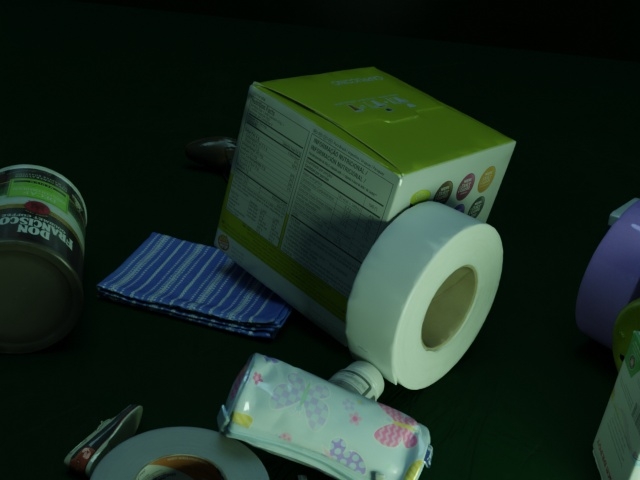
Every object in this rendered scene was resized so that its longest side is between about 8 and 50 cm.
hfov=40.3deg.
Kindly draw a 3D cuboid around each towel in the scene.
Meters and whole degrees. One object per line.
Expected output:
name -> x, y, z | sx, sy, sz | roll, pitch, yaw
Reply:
towel -> -0.199, 0.070, 1.566 | 0.336, 0.040, 0.243 | 13, 28, 11

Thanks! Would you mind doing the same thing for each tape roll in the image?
tape roll -> 0.556, 0.063, 1.494 | 0.274, 0.275, 0.090 | -18, 36, -38
tape roll -> -0.172, 0.327, 1.068 | 0.219, 0.072, 0.219 | 6, 29, -3
tape roll -> 0.165, 0.087, 1.361 | 0.100, 0.286, 0.286 | 29, 35, 33

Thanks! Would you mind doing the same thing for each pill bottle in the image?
pill bottle -> 0.034, 0.236, 1.272 | 0.078, 0.078, 0.137 | 21, 31, 24

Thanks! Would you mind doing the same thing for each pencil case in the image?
pencil case -> 0.004, 0.249, 1.135 | 0.273, 0.113, 0.124 | 26, 56, -4

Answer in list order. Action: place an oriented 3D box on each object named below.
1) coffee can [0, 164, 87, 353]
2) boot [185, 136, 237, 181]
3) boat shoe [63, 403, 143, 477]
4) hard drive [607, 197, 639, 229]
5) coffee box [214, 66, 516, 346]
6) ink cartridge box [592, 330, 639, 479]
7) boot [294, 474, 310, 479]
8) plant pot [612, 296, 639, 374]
coffee can -> -0.487, 0.023, 1.419 | 0.201, 0.202, 0.275 | -1, 29, -13
boot -> -0.204, -0.178, 1.970 | 0.219, 0.082, 0.106 | 8, 26, -1
boat shoe -> -0.290, 0.266, 1.182 | 0.043, 0.049, 0.137 | 15, 34, 19
hard drive -> 0.811, -0.019, 1.888 | 0.318, 0.040, 0.210 | 18, 22, 30
coffee box -> 0.072, -0.080, 1.530 | 0.338, 0.334, 0.337 | 35, 35, 30
ink cartridge box -> 0.455, 0.256, 1.187 | 0.093, 0.212, 0.154 | 10, 28, -1
boot -> 0.092, 0.379, 1.037 | 0.229, 0.091, 0.263 | 0, 33, -23
plant pot -> 0.661, 0.143, 1.349 | 0.353, 0.366, 0.366 | -21, 37, -21
